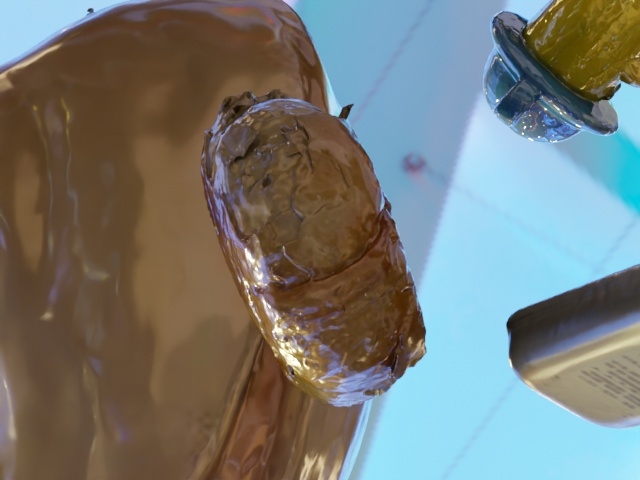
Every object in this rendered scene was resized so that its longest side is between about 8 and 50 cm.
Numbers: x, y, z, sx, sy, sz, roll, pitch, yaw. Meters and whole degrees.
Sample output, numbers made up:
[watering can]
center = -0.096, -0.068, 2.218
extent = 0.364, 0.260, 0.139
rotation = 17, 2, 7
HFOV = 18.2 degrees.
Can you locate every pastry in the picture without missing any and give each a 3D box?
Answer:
[pastry]
center = -0.004, 0.003, 0.910
extent = 0.081, 0.153, 0.153
rotation = -14, -111, -7

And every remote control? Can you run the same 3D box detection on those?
[remote control]
center = 0.184, 0.034, 0.880
extent = 0.090, 0.309, 0.038
rotation = 30, -115, -16

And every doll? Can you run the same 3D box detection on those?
[doll]
center = 0.237, -0.195, 1.287
extent = 0.145, 0.199, 0.363
rotation = 44, -108, 9

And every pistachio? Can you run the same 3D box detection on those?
[pistachio]
center = -0.110, 0.053, 1.210
extent = 0.281, 0.365, 0.445
rotation = 21, -112, -29

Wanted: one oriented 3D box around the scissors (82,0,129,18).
[scissors]
center = -0.004, -0.226, 1.444
extent = 0.393, 0.180, 0.032
rotation = -30, -57, -18
